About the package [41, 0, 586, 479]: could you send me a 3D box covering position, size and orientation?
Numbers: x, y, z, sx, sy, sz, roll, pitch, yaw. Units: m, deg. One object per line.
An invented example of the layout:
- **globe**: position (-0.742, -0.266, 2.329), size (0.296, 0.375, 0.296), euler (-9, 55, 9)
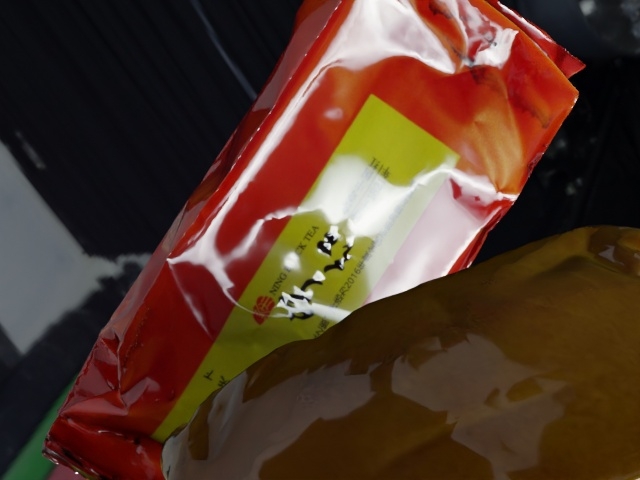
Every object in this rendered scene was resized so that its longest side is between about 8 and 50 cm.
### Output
- **package**: position (0.001, -0.001, 0.716), size (0.424, 0.196, 0.123), euler (-59, -168, -7)

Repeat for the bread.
- **bread**: position (0.080, 0.145, 0.412), size (0.279, 0.225, 0.250), euler (-24, -129, -5)
